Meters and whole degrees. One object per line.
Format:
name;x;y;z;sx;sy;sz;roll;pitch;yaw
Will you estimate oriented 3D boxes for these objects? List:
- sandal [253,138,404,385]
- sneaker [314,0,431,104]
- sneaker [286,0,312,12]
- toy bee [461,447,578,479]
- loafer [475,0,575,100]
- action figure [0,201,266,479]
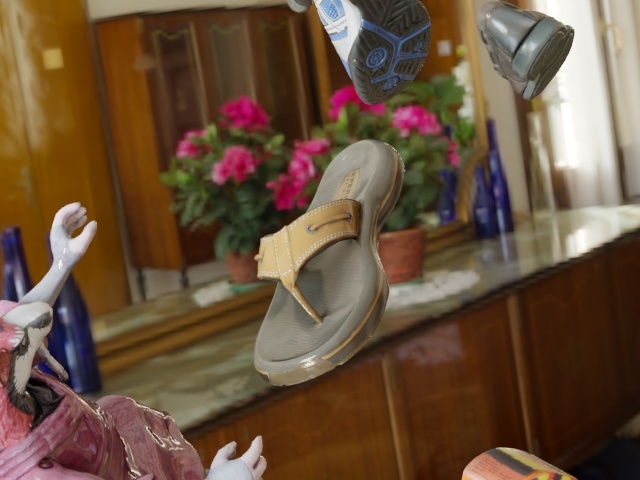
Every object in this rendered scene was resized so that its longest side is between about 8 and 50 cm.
sandal;0.000;0.000;0.675;0.090;0.060;0.219;-24;31;35
sneaker;0.035;-0.204;0.937;0.080;0.211;0.081;-30;49;-13
sneaker;-0.017;-0.481;1.698;0.106;0.267;0.101;-2;-2;-2
toy bee;0.184;0.292;0.922;0.162;0.298;0.195;-15;43;-32
loafer;0.232;-0.226;1.279;0.084;0.096;0.267;37;8;11
action figure;-0.198;0.161;0.808;0.275;0.370;0.248;-36;53;-7
